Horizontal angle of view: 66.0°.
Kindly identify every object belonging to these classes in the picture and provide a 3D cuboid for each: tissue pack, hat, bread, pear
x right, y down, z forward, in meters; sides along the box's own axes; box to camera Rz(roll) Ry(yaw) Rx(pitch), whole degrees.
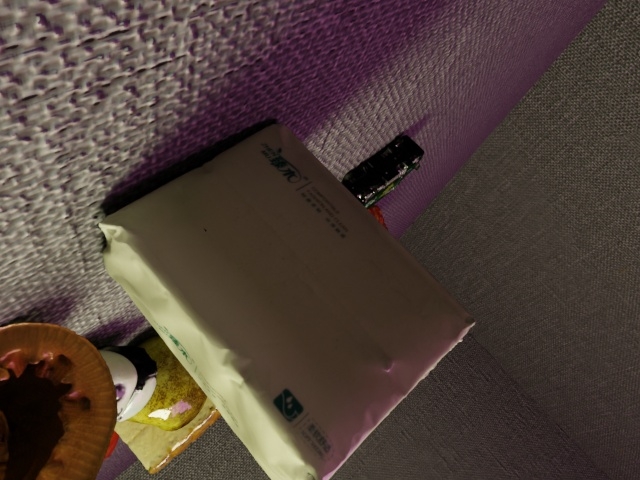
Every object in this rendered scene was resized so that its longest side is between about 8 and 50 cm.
[{"bbox_3d":[-0.049,0.074,0.635,0.297,0.380,0.207,-38,169,-32],"label":"tissue pack"},{"bbox_3d":[-0.392,0.255,0.643,0.234,0.244,0.233,-27,176,-33],"label":"hat"},{"bbox_3d":[-0.383,0.444,1.358,0.279,0.207,0.279,-44,173,-6],"label":"bread"},{"bbox_3d":[-0.329,0.292,1.027,0.197,0.197,0.197,-41,169,-9],"label":"pear"}]

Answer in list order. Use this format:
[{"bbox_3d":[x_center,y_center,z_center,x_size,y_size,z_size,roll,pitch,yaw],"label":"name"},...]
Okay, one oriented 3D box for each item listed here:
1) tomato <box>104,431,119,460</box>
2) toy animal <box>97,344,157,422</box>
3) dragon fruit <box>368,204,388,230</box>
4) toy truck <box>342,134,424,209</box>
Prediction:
[{"bbox_3d":[-0.585,0.533,1.290,0.159,0.091,0.139,-41,171,-22],"label":"tomato"},{"bbox_3d":[-0.376,0.259,0.833,0.166,0.138,0.179,-59,175,-2],"label":"toy animal"},{"bbox_3d":[0.076,0.023,1.537,0.302,0.240,0.330,-11,123,-53],"label":"dragon fruit"},{"bbox_3d":[0.140,-0.155,1.232,0.259,0.088,0.121,-37,167,-22],"label":"toy truck"}]
